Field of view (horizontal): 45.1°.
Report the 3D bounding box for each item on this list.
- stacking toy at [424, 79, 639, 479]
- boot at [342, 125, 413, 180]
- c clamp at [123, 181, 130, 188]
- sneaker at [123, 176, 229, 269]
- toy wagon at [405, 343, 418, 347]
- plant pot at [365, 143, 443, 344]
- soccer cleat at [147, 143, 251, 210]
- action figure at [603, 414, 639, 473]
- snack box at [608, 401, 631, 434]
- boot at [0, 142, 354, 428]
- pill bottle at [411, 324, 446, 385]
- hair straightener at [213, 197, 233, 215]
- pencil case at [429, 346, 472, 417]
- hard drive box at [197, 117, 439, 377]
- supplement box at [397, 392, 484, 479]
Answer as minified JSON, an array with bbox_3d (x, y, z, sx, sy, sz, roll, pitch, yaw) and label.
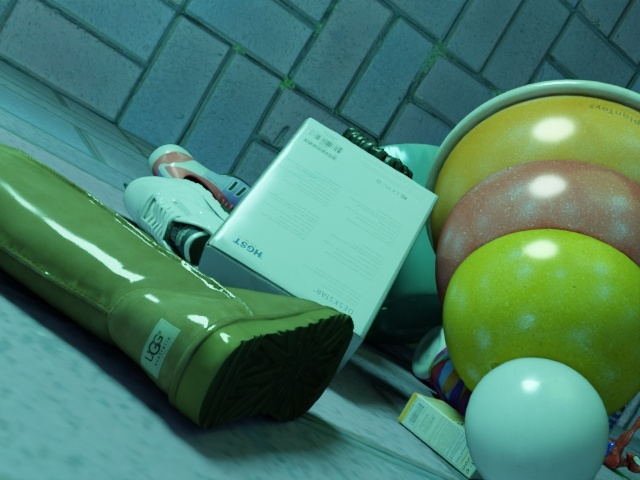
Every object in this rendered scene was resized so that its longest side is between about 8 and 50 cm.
[{"bbox_3d":[0.227,0.068,0.786,0.351,0.350,0.480,31,37,4],"label":"stacking toy"},{"bbox_3d":[-0.014,-0.041,1.112,0.131,0.260,0.348,30,3,-26],"label":"boot"},{"bbox_3d":[-0.252,-0.053,1.286,0.161,0.022,0.137,30,3,-19],"label":"c clamp"},{"bbox_3d":[-0.170,-0.019,0.940,0.235,0.090,0.095,31,11,30],"label":"sneaker"},{"bbox_3d":[0.042,0.088,1.454,0.344,0.068,0.267,29,3,-44],"label":"toy wagon"},{"bbox_3d":[0.135,0.027,1.239,0.293,0.293,0.235,29,44,-44],"label":"plant pot"},{"bbox_3d":[-0.238,-0.098,1.675,0.318,0.108,0.116,31,22,-51],"label":"soccer cleat"},{"bbox_3d":[0.505,0.330,1.469,0.280,0.139,0.091,34,4,8],"label":"action figure"},{"bbox_3d":[0.340,0.226,0.972,0.022,0.178,0.064,33,2,-20],"label":"snack box"},{"bbox_3d":[-0.123,0.023,0.565,0.269,0.089,0.236,31,2,23],"label":"boot"},{"bbox_3d":[0.224,0.200,1.159,0.160,0.087,0.087,30,2,-14],"label":"pill bottle"},{"bbox_3d":[-0.177,-0.025,1.397,0.089,0.047,0.230,-18,-35,41],"label":"hair straightener"},{"bbox_3d":[0.209,0.196,0.990,0.104,0.104,0.236,31,4,-3],"label":"pencil case"},{"bbox_3d":[0.000,0.000,0.841,0.181,0.232,0.089,32,-41,3],"label":"hard drive box"},{"bbox_3d":[0.134,0.195,0.764,0.098,0.036,0.062,33,4,41],"label":"supplement box"}]
